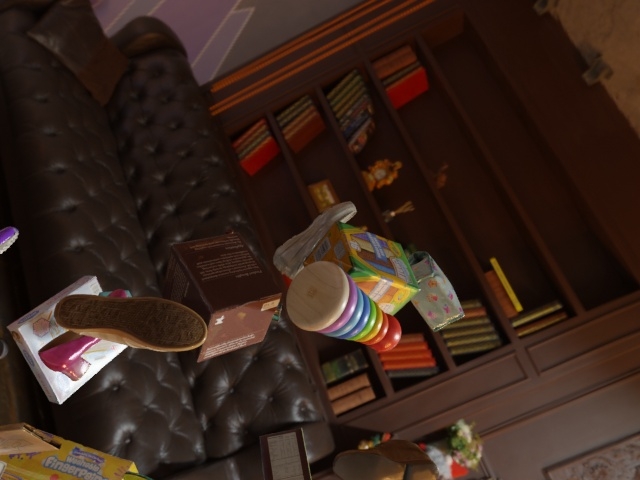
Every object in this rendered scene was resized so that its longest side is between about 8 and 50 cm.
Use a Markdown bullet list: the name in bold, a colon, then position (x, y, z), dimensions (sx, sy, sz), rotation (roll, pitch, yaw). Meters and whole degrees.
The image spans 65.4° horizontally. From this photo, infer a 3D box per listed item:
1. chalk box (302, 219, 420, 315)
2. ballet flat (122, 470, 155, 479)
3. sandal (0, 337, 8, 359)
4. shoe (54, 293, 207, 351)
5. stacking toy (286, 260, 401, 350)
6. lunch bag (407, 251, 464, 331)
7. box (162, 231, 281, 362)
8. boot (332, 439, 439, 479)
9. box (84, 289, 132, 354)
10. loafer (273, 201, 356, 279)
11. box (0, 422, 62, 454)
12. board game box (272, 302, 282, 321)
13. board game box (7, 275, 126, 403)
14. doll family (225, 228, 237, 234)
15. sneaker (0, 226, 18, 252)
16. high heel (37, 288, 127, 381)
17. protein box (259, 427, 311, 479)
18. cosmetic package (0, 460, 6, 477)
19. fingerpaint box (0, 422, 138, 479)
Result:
- **chalk box**: position (0.129, 0.102, 1.330), dimensions (0.289, 0.180, 0.179), rotation (19, 36, -29)
- **ballet flat**: position (-0.424, 0.674, 1.310), dimensions (0.077, 0.231, 0.077), rotation (100, 5, -48)
- **sandal**: position (-1.113, 0.315, 1.579), dimensions (0.254, 0.097, 0.054), rotation (25, -7, 0)
- **shoe**: position (-0.281, 0.122, 0.758), dimensions (0.058, 0.219, 0.076), rotation (126, -24, -68)
- **stacking toy**: position (0.078, 0.165, 1.069), dimensions (0.330, 0.141, 0.141), rotation (35, 26, -45)
- **lunch bag**: position (0.411, 0.179, 1.889), dimensions (0.223, 0.160, 0.262), rotation (52, 16, -15)
- **box**: position (-0.222, 0.117, 1.086), dimensions (0.203, 0.168, 0.167), rotation (51, -45, 31)
- **boot**: position (0.168, 0.612, 1.381), dimensions (0.115, 0.305, 0.112), rotation (-126, -130, -66)
- **box**: position (-0.698, 0.266, 1.607), dimensions (0.100, 0.244, 0.060), rotation (1, 43, -50)
- **loafer**: position (0.000, 0.000, 1.513), dimensions (0.111, 0.319, 0.112), rotation (45, -20, 12)
- **box**: position (-0.832, 0.537, 1.338), dimensions (0.164, 0.201, 0.021), rotation (71, 13, -48)
- **board game box**: position (-0.228, 0.228, 1.735), dimensions (0.126, 0.186, 0.026), rotation (105, 0, -61)
- **board game box**: position (-0.866, 0.338, 1.743), dimensions (0.318, 0.066, 0.318), rotation (-47, 130, -52)
- **doll family**: position (-0.331, 0.037, 1.622), dimensions (0.193, 0.076, 0.111), rotation (-71, 168, -45)
- **sneaker**: position (-1.014, 0.019, 1.393), dimensions (0.146, 0.293, 0.102), rotation (61, -21, -16)
- **high heel**: position (-0.537, 0.189, 1.138), dimensions (0.244, 0.082, 0.117), rotation (-65, 146, -35)
- **protein box**: position (-0.108, 0.724, 1.542), dimensions (0.199, 0.136, 0.201), rotation (95, -15, -50)
- **cosmetic package**: position (-0.878, 0.595, 1.141), dimensions (0.129, 0.296, 0.153), rotation (41, 34, -29)
- **fingerpaint box**: position (-0.848, 0.853, 1.722), dimensions (0.163, 0.445, 0.371), rotation (-66, 166, -47)
